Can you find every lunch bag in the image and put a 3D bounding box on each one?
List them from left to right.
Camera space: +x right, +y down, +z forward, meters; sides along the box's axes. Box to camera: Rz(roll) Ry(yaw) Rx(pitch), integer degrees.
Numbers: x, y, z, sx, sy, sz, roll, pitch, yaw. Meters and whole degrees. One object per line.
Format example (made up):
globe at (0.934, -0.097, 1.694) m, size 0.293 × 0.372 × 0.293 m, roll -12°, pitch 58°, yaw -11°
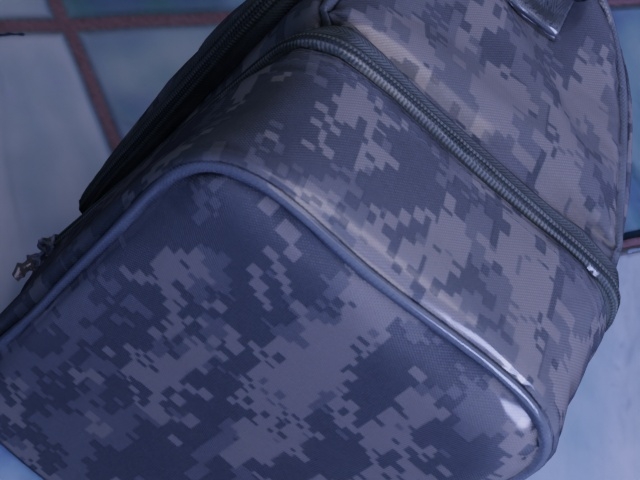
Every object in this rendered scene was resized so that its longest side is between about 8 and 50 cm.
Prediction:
lunch bag at (0.000, 0.000, 0.817) m, size 0.212 × 0.305 × 0.256 m, roll 40°, pitch 49°, yaw -9°
